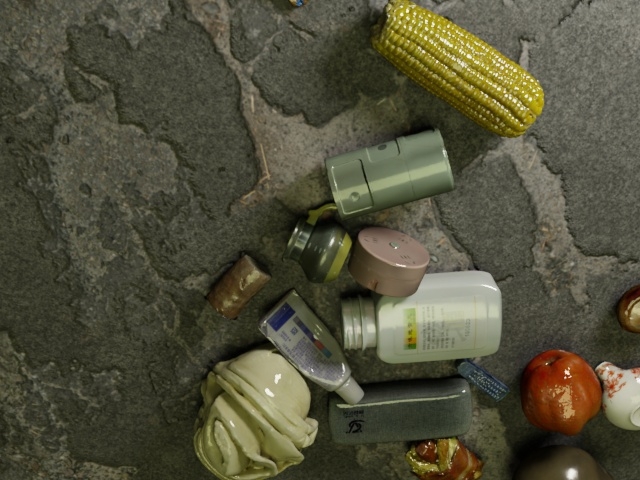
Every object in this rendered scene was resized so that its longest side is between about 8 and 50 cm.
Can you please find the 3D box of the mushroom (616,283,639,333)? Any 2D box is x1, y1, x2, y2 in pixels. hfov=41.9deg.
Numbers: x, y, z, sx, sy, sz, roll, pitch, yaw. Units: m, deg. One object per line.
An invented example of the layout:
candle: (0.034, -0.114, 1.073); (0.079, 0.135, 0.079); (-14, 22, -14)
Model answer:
mushroom: (0.690, 0.144, 1.770); (0.127, 0.087, 0.127); (-4, 120, -6)

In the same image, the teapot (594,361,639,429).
teapot: (0.724, 0.366, 1.889); (0.159, 0.116, 0.245); (-46, 118, 6)

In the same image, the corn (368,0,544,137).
corn: (0.242, -0.305, 1.484); (0.344, 0.131, 0.131); (27, 112, -16)

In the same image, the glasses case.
glasses case: (0.177, 0.382, 1.865); (0.323, 0.074, 0.131); (-4, 116, -1)

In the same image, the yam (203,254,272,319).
yam: (-0.165, 0.093, 1.690); (0.084, 0.084, 0.127); (37, 105, -20)

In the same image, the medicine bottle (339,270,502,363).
medicine bottle: (0.203, 0.161, 1.727); (0.324, 0.124, 0.179); (-5, 116, -3)

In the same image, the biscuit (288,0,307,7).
biscuit: (-0.060, -0.484, 1.423); (0.124, 0.026, 0.175); (-30, 115, 12)

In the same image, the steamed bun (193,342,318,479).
steamed bun: (-0.136, 0.389, 1.774); (0.289, 0.203, 0.276); (-40, 113, 15)

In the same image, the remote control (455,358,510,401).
remote control: (0.360, 0.308, 1.868); (0.152, 0.027, 0.043); (38, 103, -23)

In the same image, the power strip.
power strip: (0.135, 0.039, 1.643); (0.154, 0.154, 0.078); (12, 118, -10)

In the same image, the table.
table: (0.129, -0.124, 1.569); (0.220, 0.126, 0.126); (-16, 117, 5)

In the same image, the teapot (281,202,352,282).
teapot: (0.000, 0.000, 1.639); (0.119, 0.130, 0.165); (25, 81, 0)

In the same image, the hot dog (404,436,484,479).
hot dog: (0.293, 0.524, 1.932); (0.146, 0.103, 0.213); (-42, 114, 17)

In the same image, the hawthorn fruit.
hawthorn fruit: (0.517, 0.327, 1.806); (0.189, 0.189, 0.189); (-2, 118, -3)

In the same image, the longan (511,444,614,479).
longan: (0.563, 0.583, 1.919); (0.248, 0.248, 0.248); (-2, 118, -3)

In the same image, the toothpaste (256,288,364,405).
toothpaste: (-0.010, 0.240, 1.761); (0.068, 0.099, 0.282); (-27, 109, 43)
